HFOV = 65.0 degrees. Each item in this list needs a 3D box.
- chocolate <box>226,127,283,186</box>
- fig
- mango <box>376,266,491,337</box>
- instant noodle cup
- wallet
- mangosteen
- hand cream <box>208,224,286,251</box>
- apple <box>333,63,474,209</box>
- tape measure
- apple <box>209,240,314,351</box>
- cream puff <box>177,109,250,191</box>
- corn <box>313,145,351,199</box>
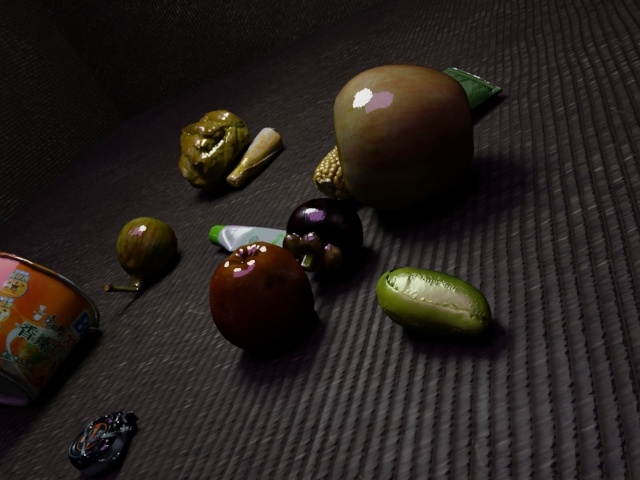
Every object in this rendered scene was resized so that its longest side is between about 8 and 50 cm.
[{"bbox_3d":[-0.195,-0.233,1.457,0.086,0.085,0.219,1,46,43],"label":"chocolate"},{"bbox_3d":[-0.420,0.035,1.208,0.142,0.148,0.186,-11,71,7],"label":"fig"},{"bbox_3d":[0.147,0.086,0.661,0.165,0.074,0.091,23,54,42],"label":"mango"},{"bbox_3d":[-0.647,0.192,1.033,0.297,0.296,0.213,-12,43,31],"label":"instant noodle cup"},{"bbox_3d":[0.259,-0.296,1.112,0.236,0.055,0.160,-35,55,-16],"label":"wallet"},{"bbox_3d":[0.000,0.000,0.862,0.137,0.137,0.151,-8,34,35],"label":"mangosteen"},{"bbox_3d":[-0.140,0.003,1.082,0.275,0.050,0.078,7,74,42],"label":"hand cream"},{"bbox_3d":[0.143,-0.185,0.893,0.234,0.256,0.256,-15,31,2],"label":"apple"},{"bbox_3d":[-0.340,0.312,0.778,0.091,0.054,0.094,-18,26,25],"label":"tape measure"},{"bbox_3d":[-0.097,0.089,0.789,0.156,0.158,0.147,-7,39,29],"label":"apple"},{"bbox_3d":[-0.311,-0.262,1.467,0.244,0.196,0.244,-30,24,15],"label":"cream puff"},{"bbox_3d":[0.077,-0.182,1.100,0.102,0.101,0.310,-7,31,36],"label":"corn"}]
